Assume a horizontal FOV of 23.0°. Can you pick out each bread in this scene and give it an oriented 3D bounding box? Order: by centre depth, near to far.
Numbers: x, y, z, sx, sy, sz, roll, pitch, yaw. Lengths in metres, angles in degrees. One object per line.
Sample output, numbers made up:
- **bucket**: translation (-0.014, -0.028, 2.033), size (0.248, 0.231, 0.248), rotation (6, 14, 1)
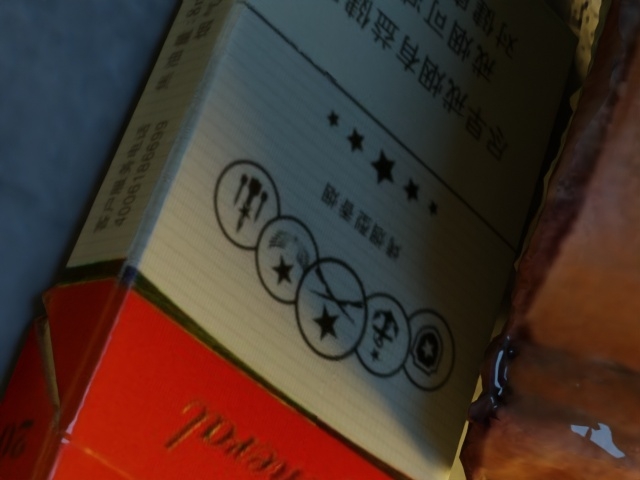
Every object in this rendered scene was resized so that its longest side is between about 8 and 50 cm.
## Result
- **bread**: translation (0.128, -0.009, 0.493), size (0.190, 0.123, 0.244), rotation (77, 31, -67)

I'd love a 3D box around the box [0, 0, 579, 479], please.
- **box**: translation (0.000, 0.000, 0.455), size (0.139, 0.035, 0.245), rotation (39, 59, -35)
